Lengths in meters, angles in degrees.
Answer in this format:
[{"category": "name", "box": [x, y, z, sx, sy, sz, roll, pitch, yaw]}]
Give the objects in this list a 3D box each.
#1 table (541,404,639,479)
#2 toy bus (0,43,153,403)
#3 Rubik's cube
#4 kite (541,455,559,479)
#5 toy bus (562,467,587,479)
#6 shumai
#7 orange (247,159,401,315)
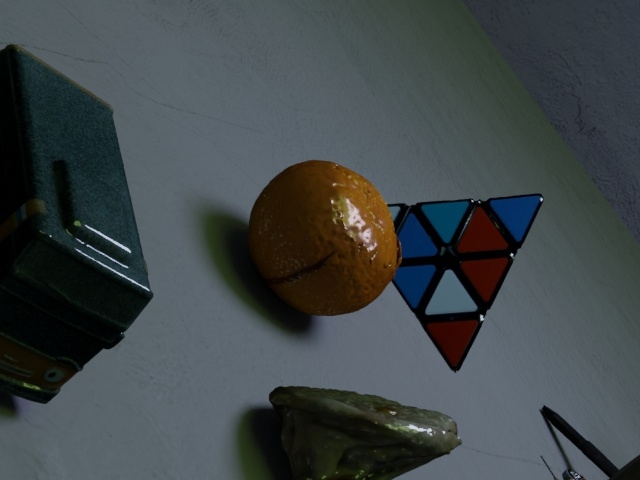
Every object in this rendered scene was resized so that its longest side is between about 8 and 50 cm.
[{"category": "table", "box": [0.481, 0.309, 2.106, 0.317, 0.317, 0.249, 38, 10, -29]}, {"category": "toy bus", "box": [-0.246, -0.018, 1.213, 0.138, 0.167, 0.275, 34, 26, -38]}, {"category": "Rubik's cube", "box": [0.217, 0.072, 2.049, 0.284, 0.250, 0.234, 39, 41, -40]}, {"category": "kite", "box": [0.334, 0.337, 2.033, 0.044, 0.002, 0.078, 30, 28, -42]}, {"category": "toy bus", "box": [0.291, 0.347, 1.792, 0.088, 0.083, 0.194, 46, 18, 19]}, {"category": "shumai", "box": [0.038, 0.217, 1.464, 0.201, 0.120, 0.201, 11, -3, 0]}, {"category": "orange", "box": [0.000, 0.000, 1.711, 0.193, 0.161, 0.193, 46, 24, -27]}]
